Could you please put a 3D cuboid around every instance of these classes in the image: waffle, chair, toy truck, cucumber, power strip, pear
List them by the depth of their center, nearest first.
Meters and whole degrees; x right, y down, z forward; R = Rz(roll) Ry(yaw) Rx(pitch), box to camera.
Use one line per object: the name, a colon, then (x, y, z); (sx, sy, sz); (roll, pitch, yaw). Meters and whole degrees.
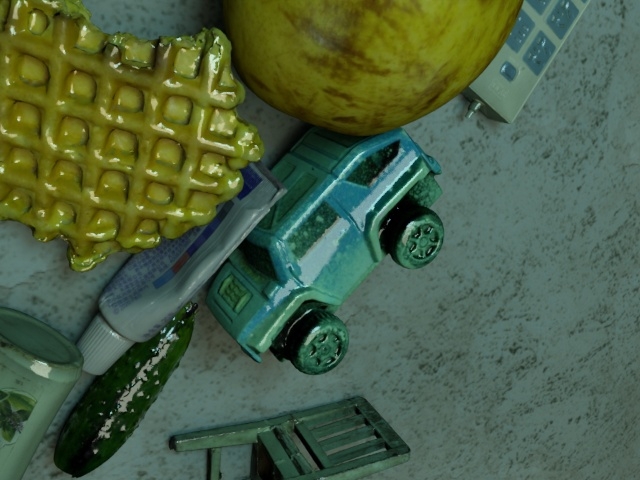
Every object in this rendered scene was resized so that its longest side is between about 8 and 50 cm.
waffle: (-0.197, -0.104, 0.586); (0.290, 0.051, 0.291); (0, 118, 0)
pear: (0.042, -0.228, 0.586); (0.280, 0.280, 0.281); (-9, 112, -23)
toy truck: (0.000, 0.000, 0.710); (0.279, 0.155, 0.156); (-47, 125, -5)
cucumber: (-0.207, 0.158, 0.723); (0.069, 0.069, 0.227); (40, 83, -31)
power strip: (0.276, -0.304, 0.803); (0.106, 0.043, 0.367); (30, 93, -31)
chair: (-0.042, 0.308, 0.814); (0.270, 0.136, 0.147); (-5, 111, -26)

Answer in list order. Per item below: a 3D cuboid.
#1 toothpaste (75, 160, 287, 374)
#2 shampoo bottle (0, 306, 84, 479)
toothpaste: (-0.154, 0.024, 0.679); (0.099, 0.068, 0.282); (43, 95, 11)
shampoo bottle: (-0.333, 0.193, 0.648); (0.118, 0.087, 0.234); (30, 95, 8)
